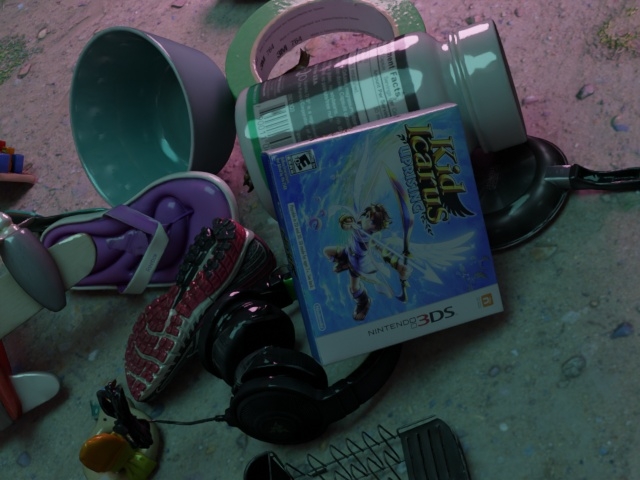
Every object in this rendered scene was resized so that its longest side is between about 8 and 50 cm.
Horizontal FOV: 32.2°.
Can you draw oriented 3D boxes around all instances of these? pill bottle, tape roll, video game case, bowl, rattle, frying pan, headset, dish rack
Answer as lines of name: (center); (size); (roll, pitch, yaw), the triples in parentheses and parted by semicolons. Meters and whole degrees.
pill bottle: (0.084, -0.163, 1.507); (0.361, 0.204, 0.204); (-16, 48, 13)
tape roll: (0.013, -0.277, 1.749); (0.321, 0.077, 0.321); (-7, 52, 9)
video game case: (0.079, -0.009, 1.362); (0.244, 0.270, 0.061); (-16, 10, -11)
bowl: (-0.254, -0.200, 1.818); (0.311, 0.312, 0.163); (13, 20, 41)
rattle: (-0.319, 0.257, 1.569); (0.130, 0.142, 0.200); (-44, 46, 24)
frying pan: (0.286, -0.058, 1.469); (0.326, 0.053, 0.197); (18, 67, 46)
headset: (-0.087, 0.154, 1.452); (0.394, 0.185, 0.243); (-30, 42, -6)
dish rack: (0.046, 0.316, 1.307); (0.271, 0.074, 0.208); (-25, 46, 16)

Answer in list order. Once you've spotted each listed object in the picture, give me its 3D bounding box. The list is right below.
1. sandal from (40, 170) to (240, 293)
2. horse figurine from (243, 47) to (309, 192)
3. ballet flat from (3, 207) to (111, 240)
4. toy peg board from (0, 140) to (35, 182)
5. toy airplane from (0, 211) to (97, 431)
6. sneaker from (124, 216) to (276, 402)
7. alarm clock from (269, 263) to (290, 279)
sandal: (-0.297, 0.013, 1.725); (0.416, 0.169, 0.102); (-17, 8, 34)
horse figurine: (-0.043, -0.190, 1.792); (0.174, 0.066, 0.263); (-19, 49, 13)
ballet flat: (-0.465, -0.005, 1.918); (0.280, 0.095, 0.096); (-2, 67, 34)
toy peg board: (-0.652, -0.163, 2.111); (0.160, 0.161, 0.079); (13, 99, 41)
toy airplane: (-0.566, 0.125, 1.676); (0.384, 0.272, 0.386); (14, 76, 13)
sneaker: (-0.176, 0.116, 1.610); (0.299, 0.112, 0.121); (-53, 37, 6)
alarm clock: (0.000, 0.000, 1.605); (0.192, 0.064, 0.129); (-41, 43, -5)
